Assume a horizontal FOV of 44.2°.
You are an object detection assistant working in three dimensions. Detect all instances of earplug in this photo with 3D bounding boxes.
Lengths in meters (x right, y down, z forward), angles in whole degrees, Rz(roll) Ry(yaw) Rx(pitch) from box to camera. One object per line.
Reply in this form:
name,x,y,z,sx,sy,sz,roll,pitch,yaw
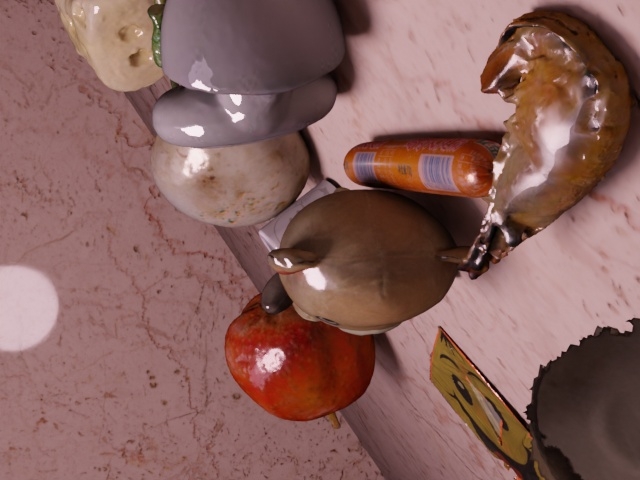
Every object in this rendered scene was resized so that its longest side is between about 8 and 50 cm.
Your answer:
earplug,-0.080,-0.190,0.842,0.325,0.214,0.175,124,129,-72

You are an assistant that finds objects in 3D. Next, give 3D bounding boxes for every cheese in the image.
cheese,-0.369,-0.394,1.470,0.251,0.174,0.247,27,149,56

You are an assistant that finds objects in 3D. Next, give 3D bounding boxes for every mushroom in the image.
mushroom,-0.134,-0.147,1.208,0.243,0.244,0.243,52,168,16

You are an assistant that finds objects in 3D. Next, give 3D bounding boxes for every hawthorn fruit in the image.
hawthorn fruit,-0.024,0.240,1.551,0.287,0.287,0.330,30,146,64

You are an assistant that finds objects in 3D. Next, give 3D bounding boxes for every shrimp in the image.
shrimp,0.150,-0.063,0.588,0.262,0.066,0.117,115,135,-61

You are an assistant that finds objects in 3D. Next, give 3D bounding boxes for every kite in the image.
kite,0.247,0.259,1.214,0.327,0.013,0.377,60,169,-22

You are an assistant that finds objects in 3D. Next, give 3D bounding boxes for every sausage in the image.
sausage,0.094,-0.075,0.791,0.053,0.053,0.348,58,168,-15

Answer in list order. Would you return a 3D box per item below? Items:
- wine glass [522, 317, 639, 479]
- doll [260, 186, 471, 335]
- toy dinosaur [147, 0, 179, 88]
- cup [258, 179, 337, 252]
wine glass,0.261,0.215,0.627,0.190,0.190,0.357,45,162,41
doll,0.049,0.019,0.927,0.330,0.235,0.174,180,90,-84
toy dinosaur,-0.206,-0.255,1.196,0.300,0.087,0.447,93,175,-45
cup,-0.005,-0.008,1.177,0.136,0.133,0.099,41,165,50
